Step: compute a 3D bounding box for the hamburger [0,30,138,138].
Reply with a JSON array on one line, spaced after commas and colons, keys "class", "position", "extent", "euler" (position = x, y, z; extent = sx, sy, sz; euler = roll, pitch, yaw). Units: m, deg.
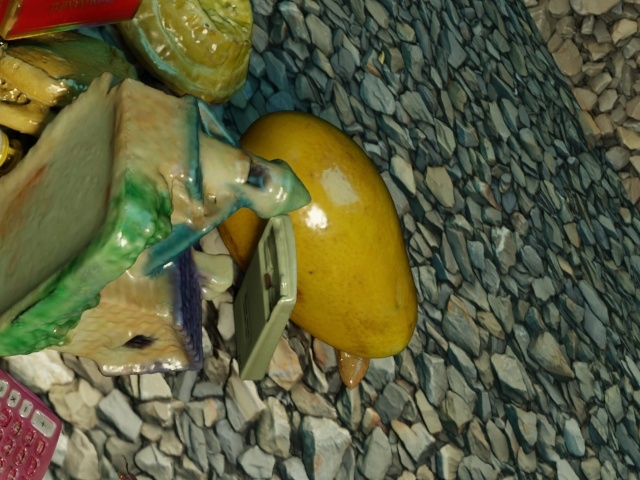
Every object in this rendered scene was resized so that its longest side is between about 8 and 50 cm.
[{"class": "hamburger", "position": [-0.307, -0.183, 1.404], "extent": [0.213, 0.108, 0.214], "euler": [20, 16, -6]}]

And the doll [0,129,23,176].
[{"class": "doll", "position": [-0.401, -0.103, 1.327], "extent": [0.127, 0.073, 0.084], "euler": [23, 81, -47]}]

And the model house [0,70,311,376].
[{"class": "model house", "position": [-0.185, 0.002, 1.312], "extent": [0.280, 0.312, 0.245], "euler": [22, 47, -38]}]

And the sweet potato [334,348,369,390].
[{"class": "sweet potato", "position": [0.048, 0.137, 1.778], "extent": [0.206, 0.060, 0.068], "euler": [-95, 180, -47]}]

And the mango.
[{"class": "mango", "position": [0.000, 0.000, 1.628], "extent": [0.221, 0.264, 0.378], "euler": [-40, 104, -28]}]

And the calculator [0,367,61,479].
[{"class": "calculator", "position": [-0.353, 0.182, 1.219], "extent": [0.190, 0.034, 0.127], "euler": [50, 34, -28]}]

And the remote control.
[{"class": "remote control", "position": [-0.067, 0.077, 1.485], "extent": [0.038, 0.285, 0.123], "euler": [0, 63, -14]}]

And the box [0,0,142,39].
[{"class": "box", "position": [-0.373, -0.380, 1.412], "extent": [0.313, 0.089, 0.197], "euler": [47, 39, 19]}]

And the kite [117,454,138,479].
[{"class": "kite", "position": [-0.147, 0.343, 1.356], "extent": [0.245, 0.015, 0.141], "euler": [47, 5, -16]}]

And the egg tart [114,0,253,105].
[{"class": "egg tart", "position": [-0.183, -0.339, 1.752], "extent": [0.290, 0.115, 0.290], "euler": [33, 44, -39]}]
